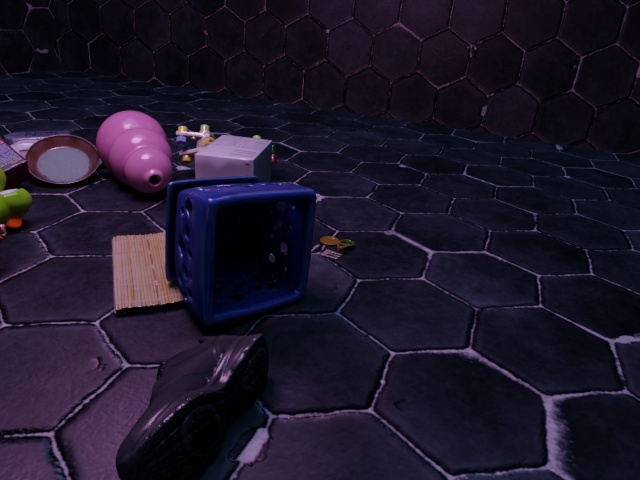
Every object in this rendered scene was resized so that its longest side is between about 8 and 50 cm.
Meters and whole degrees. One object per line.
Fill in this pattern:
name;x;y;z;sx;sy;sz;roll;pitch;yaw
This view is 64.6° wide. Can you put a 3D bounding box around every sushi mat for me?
sushi mat;-0.354;0.056;1.059;0.151;0.019;0.316;-4;27;-21

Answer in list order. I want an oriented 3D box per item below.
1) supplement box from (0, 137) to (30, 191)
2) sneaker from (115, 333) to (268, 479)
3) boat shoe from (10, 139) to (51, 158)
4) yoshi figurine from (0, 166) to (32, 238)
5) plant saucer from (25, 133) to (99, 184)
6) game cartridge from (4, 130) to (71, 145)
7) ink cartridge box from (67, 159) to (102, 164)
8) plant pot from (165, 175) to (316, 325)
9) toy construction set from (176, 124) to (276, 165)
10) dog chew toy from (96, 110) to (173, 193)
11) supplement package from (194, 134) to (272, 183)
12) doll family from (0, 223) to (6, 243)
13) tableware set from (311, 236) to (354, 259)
supplement box;-0.898;-0.222;1.371;0.188;0.081;0.104;39;52;9
sneaker;-0.179;0.215;0.682;0.130;0.109;0.286;4;16;21
boat shoe;-0.915;-0.228;1.476;0.268;0.096;0.088;-17;37;-37
yoshi figurine;-0.832;-0.088;1.085;0.204;0.203;0.362;16;23;37
plant saucer;-0.762;-0.233;1.505;0.199;0.036;0.198;9;52;-11
game cartridge;-0.942;-0.332;1.693;0.196;0.060;0.294;-5;17;-28
ink cartridge box;-0.761;-0.259;1.642;0.145;0.045;0.179;24;24;35
plant pot;-0.167;-0.005;0.964;0.236;0.235;0.212;-11;26;-41
toy construction set;-0.273;-0.282;1.601;0.328;0.151;0.215;12;-9;18
dog chew toy;-0.529;-0.247;1.483;0.207;0.206;0.332;-10;38;-30
supplement package;-0.221;-0.153;1.325;0.149;0.194;0.203;7;25;6
doll family;-0.698;0.050;0.920;0.163;0.118;0.263;0;14;33
tableware set;0.000;0.000;1.241;0.154;0.024;0.104;17;27;24
